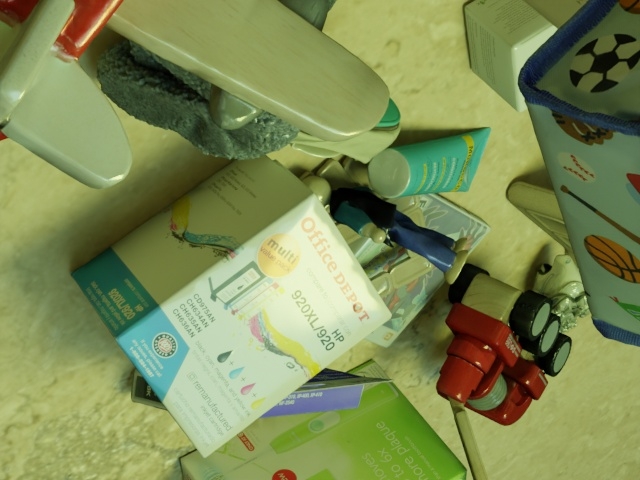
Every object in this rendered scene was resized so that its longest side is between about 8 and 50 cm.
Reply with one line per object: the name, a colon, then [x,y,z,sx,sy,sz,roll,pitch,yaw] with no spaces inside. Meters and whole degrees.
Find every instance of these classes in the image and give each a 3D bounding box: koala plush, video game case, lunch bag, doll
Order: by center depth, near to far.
lunch bag: [0.353,-0.114,1.033,0.385,0.239,0.328,-51,148,-17]
koala plush: [-0.056,-0.200,1.287,0.221,0.203,0.196,-52,166,-27]
doll: [0.063,-0.019,1.568,0.189,0.129,0.046,26,110,-5]
video game case: [0.090,0.031,1.771,0.201,0.023,0.183,-50,143,12]

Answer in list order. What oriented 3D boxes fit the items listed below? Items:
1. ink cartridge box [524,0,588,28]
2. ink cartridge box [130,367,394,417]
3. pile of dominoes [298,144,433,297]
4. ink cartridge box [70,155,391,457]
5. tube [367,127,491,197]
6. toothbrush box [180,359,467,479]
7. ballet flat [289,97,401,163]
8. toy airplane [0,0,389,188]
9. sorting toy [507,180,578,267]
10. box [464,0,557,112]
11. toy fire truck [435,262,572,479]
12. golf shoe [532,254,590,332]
ink cartridge box: [0.210,-0.350,1.180,0.166,0.395,0.285,5,124,-47]
ink cartridge box: [-0.063,0.163,1.627,0.206,0.208,0.045,-1,94,-41]
pile of dominoes: [0.000,0.000,1.644,0.251,0.040,0.196,-28,125,-22]
ink cartridge box: [-0.087,0.055,1.474,0.233,0.168,0.171,-36,119,-8]
tube: [0.126,-0.082,1.648,0.207,0.052,0.080,-13,131,-56]
toothbrush box: [0.005,0.304,1.820,0.283,0.206,0.122,-25,141,-19]
ballet flat: [-0.018,-0.119,1.482,0.248,0.086,0.086,9,121,-48]
toy airplane: [-0.156,-0.224,1.043,0.384,0.272,0.386,-15,104,-15]
sorting toy: [0.397,0.013,1.812,0.229,0.307,0.041,39,75,-52]
box: [0.219,-0.213,1.583,0.102,0.087,0.101,-31,143,-13]
toy fire truck: [0.208,0.188,1.848,0.246,0.158,0.217,-59,152,-11]
golf shoe: [0.306,0.075,1.975,0.069,0.086,0.176,-4,160,-17]
